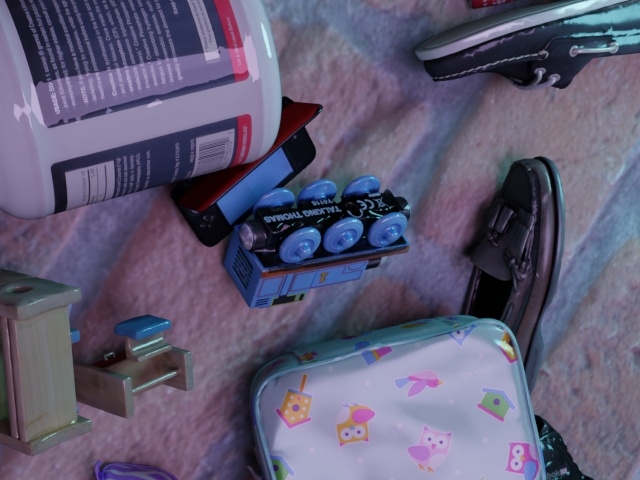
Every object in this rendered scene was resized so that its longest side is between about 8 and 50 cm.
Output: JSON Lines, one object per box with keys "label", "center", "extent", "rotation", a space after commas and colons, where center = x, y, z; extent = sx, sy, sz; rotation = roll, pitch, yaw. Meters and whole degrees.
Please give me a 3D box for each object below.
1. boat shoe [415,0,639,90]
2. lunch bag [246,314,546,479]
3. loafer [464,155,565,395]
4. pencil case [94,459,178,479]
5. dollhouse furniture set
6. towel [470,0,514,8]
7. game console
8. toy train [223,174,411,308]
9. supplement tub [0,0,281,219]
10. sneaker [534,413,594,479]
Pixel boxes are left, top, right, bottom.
{"label": "boat shoe", "center": [0.234, -0.194, 1.282], "extent": [0.302, 0.114, 0.091], "rotation": [-19, 106, -20]}
{"label": "lunch bag", "center": [0.069, 0.201, 1.265], "extent": [0.279, 0.108, 0.224], "rotation": [-14, 94, -8]}
{"label": "loafer", "center": [0.189, 0.045, 1.338], "extent": [0.084, 0.096, 0.267], "rotation": [0, 106, -20]}
{"label": "pencil case", "center": [-0.189, 0.314, 1.229], "extent": [0.088, 0.086, 0.206], "rotation": [13, 97, -1]}
{"label": "dollhouse furniture set", "center": [-0.225, 0.085, 1.141], "extent": [0.184, 0.129, 0.129], "rotation": [-19, 113, -47]}
{"label": "towel", "center": [0.259, -0.348, 1.247], "extent": [0.275, 0.031, 0.199], "rotation": [-14, 112, 3]}
{"label": "game console", "center": [-0.054, -0.055, 1.171], "extent": [0.144, 0.085, 0.124], "rotation": [-41, 140, -11]}
{"label": "toy train", "center": [0.000, 0.000, 1.229], "extent": [0.184, 0.080, 0.105], "rotation": [-10, 140, -32]}
{"label": "supplement tub", "center": [-0.185, -0.126, 1.042], "extent": [0.272, 0.191, 0.191], "rotation": [-16, 110, -18]}
{"label": "sneaker", "center": [0.255, 0.260, 1.422], "extent": [0.283, 0.107, 0.124], "rotation": [17, 86, -32]}
